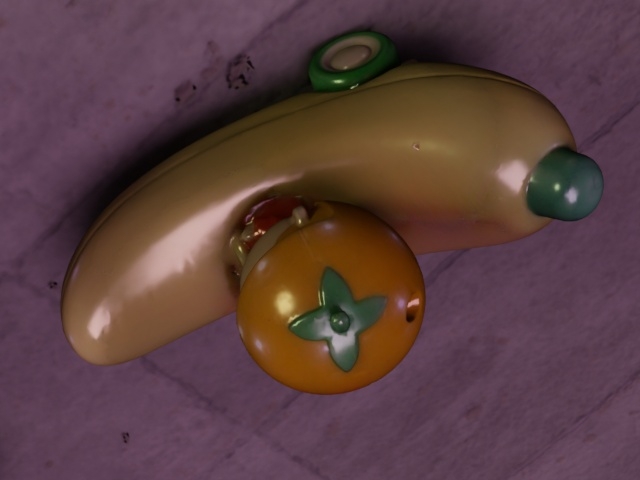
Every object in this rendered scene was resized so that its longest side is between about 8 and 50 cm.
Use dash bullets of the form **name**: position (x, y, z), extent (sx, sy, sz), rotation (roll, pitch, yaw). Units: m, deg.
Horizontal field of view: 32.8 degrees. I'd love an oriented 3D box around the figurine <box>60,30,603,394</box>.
- **figurine**: position (0.000, 0.000, 0.652), extent (0.325, 0.222, 0.124), rotation (-24, 130, -3)
